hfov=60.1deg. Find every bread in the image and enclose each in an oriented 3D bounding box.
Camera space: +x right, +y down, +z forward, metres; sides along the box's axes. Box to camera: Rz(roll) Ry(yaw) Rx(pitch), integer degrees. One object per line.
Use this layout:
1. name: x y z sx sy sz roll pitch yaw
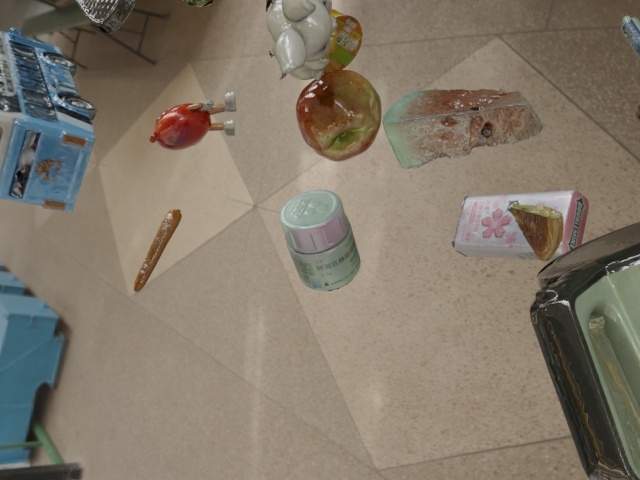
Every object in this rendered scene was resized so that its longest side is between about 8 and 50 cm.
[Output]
1. bread: 0.507 -0.036 1.251 0.154 0.054 0.136 58 168 7

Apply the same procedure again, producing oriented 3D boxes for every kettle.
1. kettle: 0.426 0.186 0.695 0.250 0.361 0.376 -29 85 57

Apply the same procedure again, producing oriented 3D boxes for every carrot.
1. carrot: -0.437 0.025 1.477 0.043 0.043 0.247 10 72 47

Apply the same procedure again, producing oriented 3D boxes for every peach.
1. peach: 0.049 -0.346 1.471 0.232 0.232 0.256 -39 42 33

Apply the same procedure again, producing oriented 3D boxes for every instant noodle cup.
1. instant noodle cup: -0.004 -0.573 1.518 0.168 0.168 0.185 -55 52 21

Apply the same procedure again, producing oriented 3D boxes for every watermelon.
1. watermelon: 0.241 -0.203 0.923 0.241 0.094 0.154 0 40 27

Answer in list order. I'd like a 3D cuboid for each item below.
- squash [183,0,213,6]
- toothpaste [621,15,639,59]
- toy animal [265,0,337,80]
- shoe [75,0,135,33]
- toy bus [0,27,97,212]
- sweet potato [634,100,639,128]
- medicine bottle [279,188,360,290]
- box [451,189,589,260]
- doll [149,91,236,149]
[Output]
1. squash: -0.210 -0.522 1.014 0.071 0.080 0.318 2 61 7
2. toothpaste: 0.643 -0.388 1.099 0.057 0.035 0.197 89 178 -53
3. toy animal: -0.045 -0.450 1.213 0.154 0.325 0.208 16 114 5
4. shoe: -0.164 -0.207 0.435 0.062 0.053 0.159 -47 54 22
5. toy bus: -0.345 -0.151 0.635 0.297 0.131 0.106 50 121 43
6. sweet potato: 0.732 -0.300 1.201 0.077 0.244 0.077 -5 74 18
7. medicine bottle: 0.000 0.000 1.082 0.135 0.168 0.135 -12 38 10
8. box: 0.568 -0.043 1.617 0.370 0.112 0.190 0 69 50
9. doll: -0.302 -0.270 1.301 0.085 0.217 0.183 60 159 16
